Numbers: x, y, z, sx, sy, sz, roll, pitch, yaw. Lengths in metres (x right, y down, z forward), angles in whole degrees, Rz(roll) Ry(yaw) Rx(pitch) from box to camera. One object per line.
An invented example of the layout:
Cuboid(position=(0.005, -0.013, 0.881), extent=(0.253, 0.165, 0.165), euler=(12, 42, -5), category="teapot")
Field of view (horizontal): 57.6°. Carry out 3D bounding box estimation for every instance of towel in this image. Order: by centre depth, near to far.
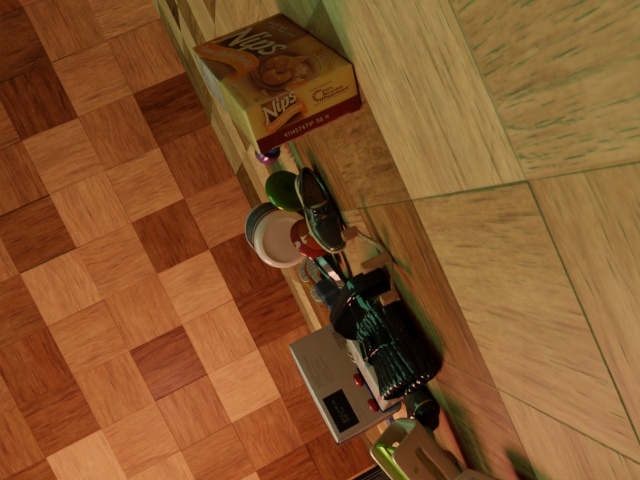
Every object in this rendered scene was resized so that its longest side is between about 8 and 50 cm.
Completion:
Cuboid(position=(0.034, 0.174, 1.884), extent=(0.119, 0.067, 0.029), euler=(56, 166, 38), category="towel")

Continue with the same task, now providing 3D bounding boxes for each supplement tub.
Cuboid(position=(-0.149, -0.028, 1.960), extent=(0.191, 0.191, 0.272), euler=(67, 170, -18), category="supplement tub")

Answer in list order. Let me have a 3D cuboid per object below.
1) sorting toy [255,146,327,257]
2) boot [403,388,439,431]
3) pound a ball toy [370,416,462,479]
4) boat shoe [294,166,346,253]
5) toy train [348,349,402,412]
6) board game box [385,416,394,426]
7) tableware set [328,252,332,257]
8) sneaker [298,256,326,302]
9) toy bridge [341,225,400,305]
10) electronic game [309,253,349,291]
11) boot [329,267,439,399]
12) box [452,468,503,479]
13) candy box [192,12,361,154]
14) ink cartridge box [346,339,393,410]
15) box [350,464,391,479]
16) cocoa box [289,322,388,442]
Cuboid(position=(-0.058, -0.138, 1.553), extent=(0.366, 0.127, 0.126), euler=(62, 144, 14), category="sorting toy")
Cuboid(position=(0.233, 0.404, 1.454), extent=(0.198, 0.076, 0.137), euler=(96, 154, -48), category="boot")
Cuboid(position=(0.290, 0.548, 1.299), extent=(0.319, 0.136, 0.208), euler=(49, 156, -3), category="pound a ball toy")
Cuboid(position=(-0.004, -0.075, 1.406), extent=(0.073, 0.080, 0.224), euler=(82, 165, -76), category="boat shoe")
Cuboid(position=(0.161, 0.409, 1.769), extent=(0.248, 0.105, 0.143), euler=(58, -178, 32), category="toy train")
Cuboid(position=(0.255, 0.663, 2.120), extent=(0.090, 0.020, 0.090), euler=(66, 171, -14), category="board game box")
Cuboid(position=(0.000, 0.000, 1.756), extent=(0.141, 0.020, 0.169), euler=(59, 169, 26), category="tableware set")
Cuboid(position=(-0.010, 0.138, 2.009), extent=(0.083, 0.084, 0.215), euler=(35, -155, -47), category="sneaker")
Cuboid(position=(0.110, 0.044, 1.157), extent=(0.188, 0.063, 0.026), euler=(60, 170, 31), category="toy bridge")
Cuboid(position=(0.014, 0.063, 1.677), extent=(0.229, 0.048, 0.229), euler=(49, 175, 6), category="electronic game")
Cuboid(position=(0.135, 0.237, 1.326), extent=(0.260, 0.131, 0.348), euler=(60, 169, 20), category="boot")
Cuboid(position=(0.372, 0.565, 0.993), extent=(0.322, 0.058, 0.232), euler=(63, 155, -5), category="box")
Cuboid(position=(-0.085, -0.281, 0.996), extent=(0.316, 0.183, 0.088), euler=(53, 164, 48), category="candy box")
Cuboid(position=(0.158, 0.339, 1.587), extent=(0.212, 0.093, 0.154), euler=(62, 171, 23), category="ink cartridge box")
Cuboid(position=(0.246, 0.769, 1.619), extent=(0.183, 0.296, 0.294), euler=(68, 170, -17), category="box")
Cuboid(position=(0.074, 0.474, 1.957), extent=(0.347, 0.231, 0.228), euler=(60, 170, 21), category="cocoa box")
